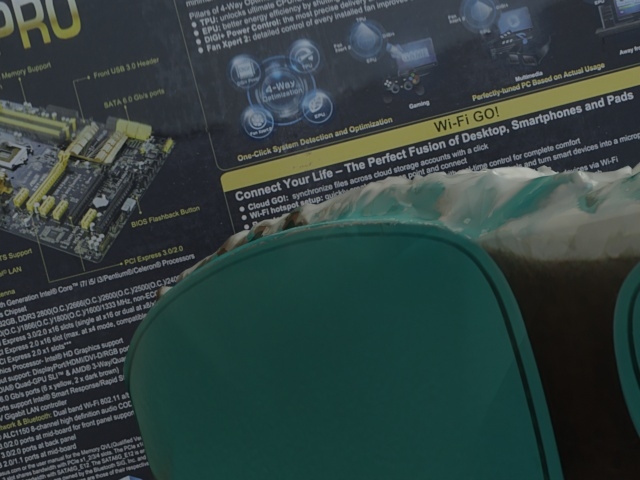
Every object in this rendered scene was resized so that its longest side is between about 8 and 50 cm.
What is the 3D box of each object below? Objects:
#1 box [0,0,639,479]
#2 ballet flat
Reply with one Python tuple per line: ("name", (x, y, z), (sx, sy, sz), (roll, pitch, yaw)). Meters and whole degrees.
("box", (0.000, 0.000, 0.711), (0.097, 0.395, 0.318), (-124, -161, -82))
("ballet flat", (0.107, 0.040, 0.423), (0.147, 0.409, 0.147), (8, 78, -39))
